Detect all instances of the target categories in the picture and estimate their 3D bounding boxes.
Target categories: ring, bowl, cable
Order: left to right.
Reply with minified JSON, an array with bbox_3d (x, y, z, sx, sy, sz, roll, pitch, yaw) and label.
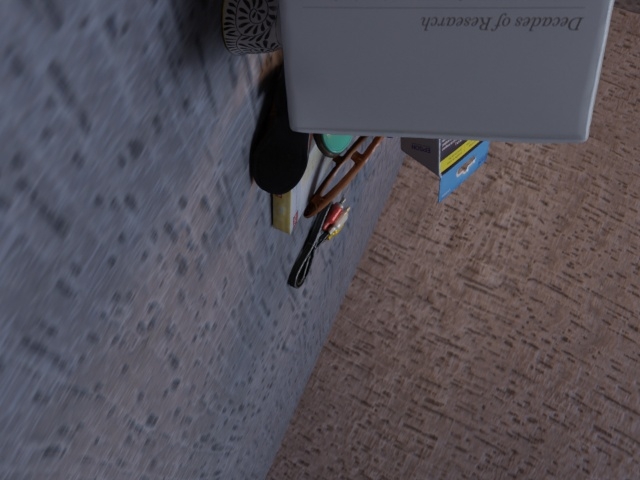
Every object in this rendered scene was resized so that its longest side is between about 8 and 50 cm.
[{"bbox_3d":[-0.054,-0.315,0.844,0.170,0.080,0.170,21,90,-80],"label":"bowl"},{"bbox_3d":[0.000,0.000,1.772,0.139,0.072,0.287,81,32,-60],"label":"cable"},{"bbox_3d":[0.063,-0.189,1.492,0.336,0.032,0.336,-48,-169,12],"label":"ring"}]

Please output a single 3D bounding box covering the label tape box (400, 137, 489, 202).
[{"bbox_3d":[0.285,-0.297,1.445,0.249,0.115,0.347,-38,136,-37],"label":"label tape box"}]

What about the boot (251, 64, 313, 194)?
[{"bbox_3d":[-0.037,-0.250,1.148,0.280,0.096,0.264,-72,173,-50],"label":"boot"}]

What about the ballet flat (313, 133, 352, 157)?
[{"bbox_3d":[0.028,-0.267,1.282,0.096,0.095,0.280,-15,-134,45],"label":"ballet flat"}]

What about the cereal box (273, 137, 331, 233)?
[{"bbox_3d":[-0.032,-0.154,1.365,0.173,0.047,0.240,96,19,-57],"label":"cereal box"}]

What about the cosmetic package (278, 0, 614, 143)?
[{"bbox_3d":[0.138,-0.358,0.710,0.329,0.328,0.393,-73,163,-54],"label":"cosmetic package"}]
